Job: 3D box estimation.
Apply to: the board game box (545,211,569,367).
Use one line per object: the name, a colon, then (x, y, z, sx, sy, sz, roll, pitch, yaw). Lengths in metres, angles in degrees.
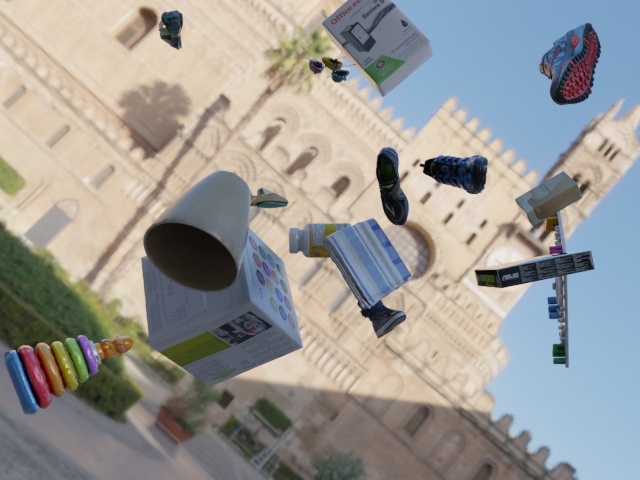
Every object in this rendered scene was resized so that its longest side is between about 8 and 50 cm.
board game box: (0.747, 0.141, 2.498, 0.050, 0.390, 0.389, -2, -70, 15)

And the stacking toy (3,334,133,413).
stacking toy: (-0.610, 0.300, 1.958, 0.165, 0.302, 0.175, 67, -22, 6)

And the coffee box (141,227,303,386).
coffee box: (-0.297, 0.186, 2.390, 0.334, 0.338, 0.337, 49, 20, -49)

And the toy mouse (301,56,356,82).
toy mouse: (0.021, -0.477, 2.229, 0.161, 0.143, 0.031, 13, -55, -9)

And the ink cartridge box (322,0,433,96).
ink cartridge box: (0.167, -0.596, 2.330, 0.273, 0.198, 0.115, 51, 4, 17)

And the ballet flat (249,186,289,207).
ballet flat: (-0.208, -0.138, 2.515, 0.080, 0.232, 0.073, -21, -103, 59)

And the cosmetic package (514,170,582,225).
cosmetic package: (0.456, -0.084, 1.582, 0.041, 0.115, 0.060, 56, 4, -37)

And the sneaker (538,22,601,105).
sneaker: (0.572, -0.396, 1.852, 0.125, 0.261, 0.104, -12, -54, 44)

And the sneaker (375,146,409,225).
sneaker: (0.160, -0.123, 1.849, 0.067, 0.078, 0.188, -6, -77, 23)

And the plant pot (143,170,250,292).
plant pot: (-0.290, -0.049, 2.075, 0.257, 0.274, 0.256, 12, -43, 11)

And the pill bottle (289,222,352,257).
pill bottle: (0.000, 0.000, 2.637, 0.209, 0.117, 0.117, 0, -19, -1)

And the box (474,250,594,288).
box: (0.424, 0.058, 1.589, 0.184, 0.191, 0.045, 107, -28, -86)

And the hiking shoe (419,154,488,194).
hiking shoe: (0.390, -0.193, 2.298, 0.132, 0.113, 0.304, 2, 4, -10)

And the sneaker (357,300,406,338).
sneaker: (0.204, 0.235, 2.703, 0.163, 0.086, 0.226, 62, -23, 11)

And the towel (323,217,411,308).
towel: (0.125, 0.053, 2.047, 0.209, 0.034, 0.285, 58, 31, 5)

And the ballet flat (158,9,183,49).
ballet flat: (-0.396, -0.556, 2.085, 0.070, 0.070, 0.188, 42, -15, 0)
